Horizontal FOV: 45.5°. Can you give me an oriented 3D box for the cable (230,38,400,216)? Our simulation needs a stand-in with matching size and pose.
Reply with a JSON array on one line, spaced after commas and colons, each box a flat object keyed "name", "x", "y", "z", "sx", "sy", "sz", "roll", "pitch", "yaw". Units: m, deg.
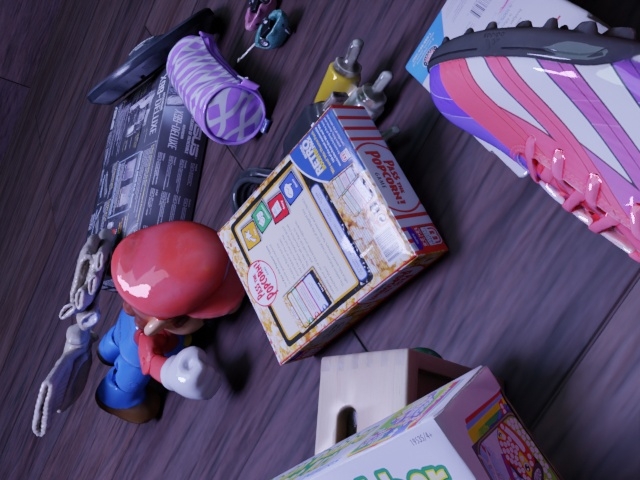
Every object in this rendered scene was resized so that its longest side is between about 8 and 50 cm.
[{"name": "cable", "x": -0.009, "y": -0.068, "z": 0.784, "sx": 0.287, "sy": 0.072, "sz": 0.139, "roll": -46, "pitch": 56, "yaw": 55}]

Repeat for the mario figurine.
[{"name": "mario figurine", "x": -0.162, "y": 0.100, "z": 0.893, "sx": 0.198, "sy": 0.170, "sz": 0.320, "roll": 51, "pitch": 139, "yaw": 12}]

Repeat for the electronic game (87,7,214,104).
[{"name": "electronic game", "x": -0.255, "y": -0.278, "z": 1.150, "sx": 0.229, "sy": 0.048, "sz": 0.229, "roll": -33, "pitch": 16, "yaw": 11}]

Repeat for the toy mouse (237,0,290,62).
[{"name": "toy mouse", "x": -0.062, "y": -0.284, "z": 0.963, "sx": 0.143, "sy": 0.031, "sz": 0.161, "roll": -62, "pitch": 33, "yaw": 16}]

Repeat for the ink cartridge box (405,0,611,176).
[{"name": "ink cartridge box", "x": 0.143, "y": -0.119, "z": 0.534, "sx": 0.104, "sy": 0.062, "sz": 0.181, "roll": -57, "pitch": 34, "yaw": 22}]

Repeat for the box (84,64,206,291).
[{"name": "box", "x": -0.263, "y": -0.085, "z": 1.139, "sx": 0.242, "sy": 0.077, "sz": 0.307, "roll": -13, "pitch": 65, "yaw": 54}]

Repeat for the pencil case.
[{"name": "pencil case", "x": -0.137, "y": -0.197, "z": 0.973, "sx": 0.206, "sy": 0.086, "sz": 0.088, "roll": 50, "pitch": 125, "yaw": 50}]

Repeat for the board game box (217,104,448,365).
[{"name": "board game box", "x": 0.000, "y": 0.000, "z": 0.665, "sx": 0.193, "sy": 0.045, "sz": 0.146, "roll": -42, "pitch": 67, "yaw": 39}]

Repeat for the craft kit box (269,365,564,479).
[{"name": "craft kit box", "x": 0.058, "y": 0.219, "z": 0.384, "sx": 0.250, "sy": 0.061, "sz": 0.246, "roll": -41, "pitch": 79, "yaw": 41}]

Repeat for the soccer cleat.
[{"name": "soccer cleat", "x": 0.170, "y": -0.025, "z": 0.353, "sx": 0.318, "sy": 0.109, "sz": 0.116, "roll": 24, "pitch": 101, "yaw": 39}]

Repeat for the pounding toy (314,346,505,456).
[{"name": "pounding toy", "x": 0.056, "y": 0.126, "z": 0.507, "sx": 0.100, "sy": 0.130, "sz": 0.141, "roll": -14, "pitch": 63, "yaw": 41}]

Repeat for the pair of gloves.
[{"name": "pair of gloves", "x": -0.301, "y": 0.110, "z": 0.969, "sx": 0.204, "sy": 0.042, "sz": 0.240, "roll": -144, "pitch": 70, "yaw": -80}]
